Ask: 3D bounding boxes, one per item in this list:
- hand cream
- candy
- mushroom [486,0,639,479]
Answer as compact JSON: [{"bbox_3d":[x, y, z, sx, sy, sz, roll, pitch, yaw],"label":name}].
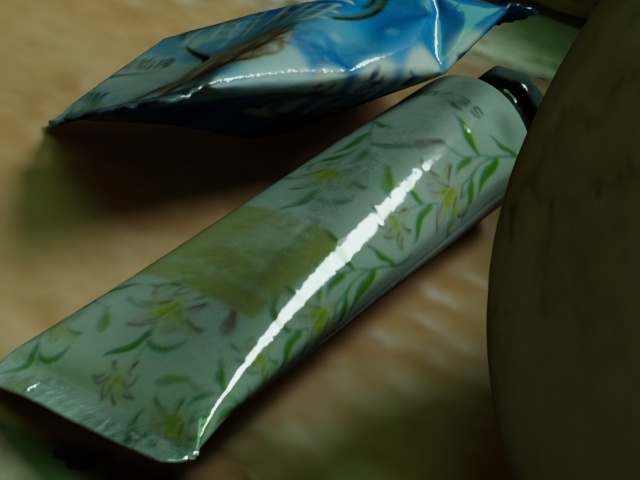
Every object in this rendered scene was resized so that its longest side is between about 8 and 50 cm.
[{"bbox_3d":[0.000,0.000,0.499,0.067,0.042,0.194,24,39,30],"label":"hand cream"},{"bbox_3d":[-0.012,-0.050,0.539,0.136,0.038,0.088,-18,11,-35],"label":"candy"},{"bbox_3d":[0.134,0.024,0.408,0.209,0.206,0.206,35,31,-28],"label":"mushroom"}]
